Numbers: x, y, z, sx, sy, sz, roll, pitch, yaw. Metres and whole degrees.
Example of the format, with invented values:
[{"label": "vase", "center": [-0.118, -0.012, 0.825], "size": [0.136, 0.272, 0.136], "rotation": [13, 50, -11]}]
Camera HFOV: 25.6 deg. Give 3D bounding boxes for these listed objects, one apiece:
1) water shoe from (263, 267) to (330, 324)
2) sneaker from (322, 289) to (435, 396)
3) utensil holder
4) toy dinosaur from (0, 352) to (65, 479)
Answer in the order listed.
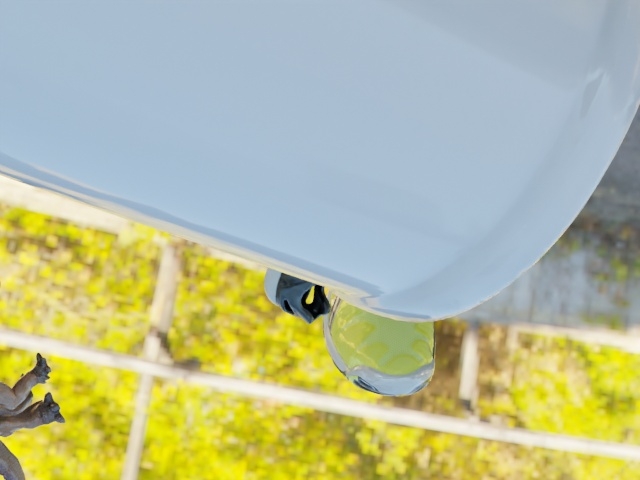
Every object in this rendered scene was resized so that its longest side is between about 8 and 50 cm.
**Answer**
[{"label": "water shoe", "center": [0.000, 0.000, 1.501], "size": [0.080, 0.073, 0.203], "rotation": [36, 134, 24]}, {"label": "sneaker", "center": [0.076, 0.025, 1.780], "size": [0.145, 0.384, 0.147], "rotation": [1, 137, -5]}, {"label": "utensil holder", "center": [-0.059, -0.157, 0.785], "size": [0.385, 0.327, 0.328], "rotation": [19, 164, -31]}, {"label": "toy dinosaur", "center": [-0.387, 0.166, 1.450], "size": [0.127, 0.200, 0.295], "rotation": [41, 148, 41]}]
